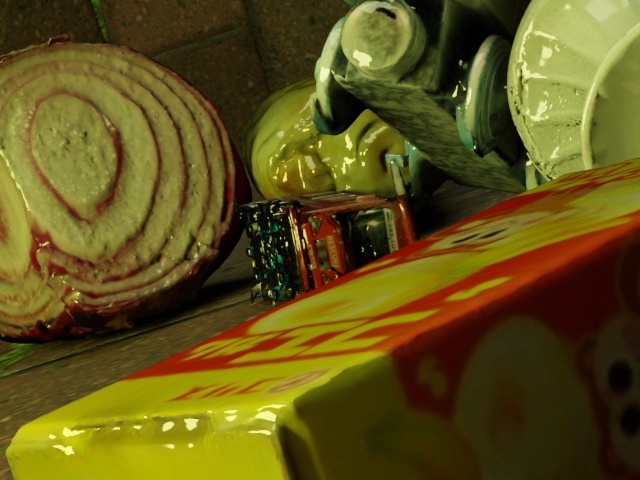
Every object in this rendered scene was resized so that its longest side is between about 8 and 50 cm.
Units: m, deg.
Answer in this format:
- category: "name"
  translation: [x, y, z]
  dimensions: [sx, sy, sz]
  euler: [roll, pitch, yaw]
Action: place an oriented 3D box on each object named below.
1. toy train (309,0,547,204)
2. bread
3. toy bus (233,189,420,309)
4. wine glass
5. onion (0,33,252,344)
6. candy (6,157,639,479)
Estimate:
- category: "toy train"
  translation: [0.094, -0.132, 1.206]
  dimensions: [0.131, 0.202, 0.300]
  euler: [7, -9, 20]
- category: "bread"
  translation: [0.016, -0.069, 1.520]
  dimensions: [0.152, 0.130, 0.267]
  euler: [-11, 4, -1]
- category: "toy bus"
  translation: [0.000, 0.000, 1.280]
  dimensions: [0.096, 0.073, 0.235]
  euler: [-13, 4, -10]
- category: "wine glass"
  translation: [0.180, -0.068, 0.999]
  dimensions: [0.165, 0.165, 0.196]
  euler: [-18, 13, 6]
- category: "onion"
  translation: [-0.177, -0.035, 1.467]
  dimensions: [0.206, 0.216, 0.207]
  euler: [-19, -2, -35]
- category: "candy"
  translation: [0.054, 0.046, 0.639]
  dimensions: [0.276, 0.088, 0.146]
  euler: [-23, 9, -41]
